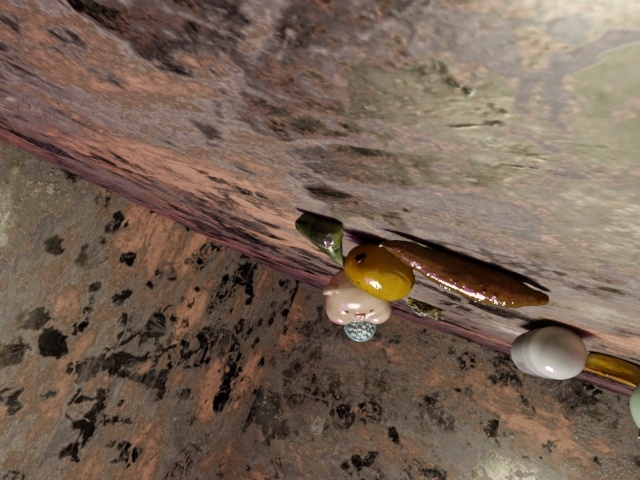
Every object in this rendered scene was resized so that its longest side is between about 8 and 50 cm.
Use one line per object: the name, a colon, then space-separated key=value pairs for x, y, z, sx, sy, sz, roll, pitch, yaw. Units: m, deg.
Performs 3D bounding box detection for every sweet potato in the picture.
sweet potato: x=0.251 y=0.067 z=0.774 sx=0.315 sy=0.072 sz=0.066 roll=18 pitch=-175 yaw=6

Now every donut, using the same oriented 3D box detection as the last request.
donut: x=0.830 y=0.365 z=1.243 sx=0.152 sy=0.058 sz=0.152 roll=21 pitch=172 yaw=3

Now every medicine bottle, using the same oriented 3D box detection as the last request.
medicine bottle: x=0.592 y=0.295 z=1.149 sx=0.130 sy=0.130 sz=0.341 roll=18 pitch=172 yaw=20

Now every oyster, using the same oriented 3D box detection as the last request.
oyster: x=0.406 y=0.271 z=1.693 sx=0.166 sy=0.053 sz=0.108 roll=15 pitch=-161 yaw=-10

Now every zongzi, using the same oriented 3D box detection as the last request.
zongzi: x=0.000 y=0.000 z=0.920 sx=0.104 sy=0.052 sz=0.113 roll=23 pitch=147 yaw=27

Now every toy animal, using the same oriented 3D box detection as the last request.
toy animal: x=0.120 y=0.169 z=1.378 sx=0.210 sy=0.229 sz=0.221 roll=-6 pitch=-148 yaw=3

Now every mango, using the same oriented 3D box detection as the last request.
mango: x=0.137 y=0.078 z=0.976 sx=0.157 sy=0.108 sz=0.262 roll=14 pitch=170 yaw=29

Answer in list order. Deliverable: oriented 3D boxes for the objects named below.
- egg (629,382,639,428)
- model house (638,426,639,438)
egg: x=0.845 y=0.402 z=0.960 sx=0.203 sy=0.202 sz=0.283 roll=27 pitch=174 yaw=-34
model house: x=0.477 y=0.172 z=0.472 sx=0.160 sy=0.195 sz=0.254 roll=21 pitch=172 yaw=-7
